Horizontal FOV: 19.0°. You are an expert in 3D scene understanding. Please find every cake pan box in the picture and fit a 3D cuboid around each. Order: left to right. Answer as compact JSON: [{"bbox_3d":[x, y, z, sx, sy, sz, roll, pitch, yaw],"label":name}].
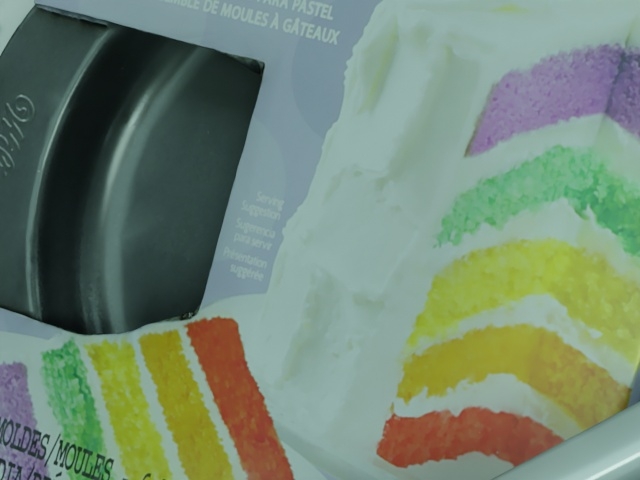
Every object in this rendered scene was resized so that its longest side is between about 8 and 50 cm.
[{"bbox_3d":[0.000,0.000,0.649,0.267,0.070,0.246,19,92,26],"label":"cake pan box"}]

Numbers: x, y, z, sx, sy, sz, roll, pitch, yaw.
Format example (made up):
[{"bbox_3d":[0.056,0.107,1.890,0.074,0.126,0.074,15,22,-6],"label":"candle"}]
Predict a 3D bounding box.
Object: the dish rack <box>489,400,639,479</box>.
[{"bbox_3d":[0.187,0.147,0.483,0.333,0.072,0.285,-28,63,6],"label":"dish rack"}]
